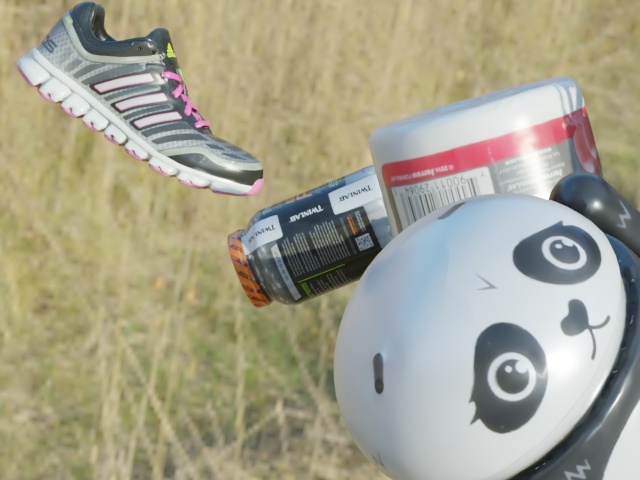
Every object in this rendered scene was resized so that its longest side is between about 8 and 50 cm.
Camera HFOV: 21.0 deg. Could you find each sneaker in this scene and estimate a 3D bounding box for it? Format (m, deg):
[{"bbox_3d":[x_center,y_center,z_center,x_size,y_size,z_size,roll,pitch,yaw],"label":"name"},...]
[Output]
[{"bbox_3d":[-0.101,-0.090,1.064,0.170,0.074,0.063,32,7,5],"label":"sneaker"}]

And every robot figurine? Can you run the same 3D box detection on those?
[{"bbox_3d":[0.135,0.093,0.902,0.278,0.173,0.209,39,19,-30],"label":"robot figurine"}]

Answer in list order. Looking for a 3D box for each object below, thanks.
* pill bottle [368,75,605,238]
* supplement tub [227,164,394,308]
[{"bbox_3d":[0.161,0.041,1.383,0.176,0.318,0.176,-16,6,2],"label":"pill bottle"},{"bbox_3d":[0.000,0.000,1.924,0.190,0.117,0.117,-22,25,7],"label":"supplement tub"}]
